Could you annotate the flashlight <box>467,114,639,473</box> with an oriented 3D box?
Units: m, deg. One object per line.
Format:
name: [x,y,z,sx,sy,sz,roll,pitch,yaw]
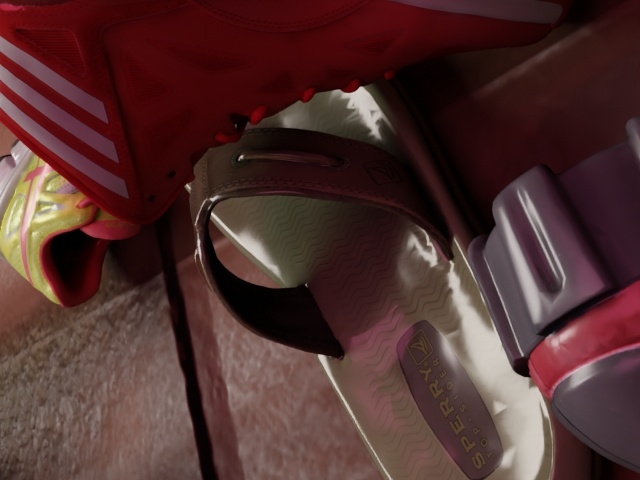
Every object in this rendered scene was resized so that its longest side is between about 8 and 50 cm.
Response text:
flashlight: [0.140,0.111,0.291,0.103,0.103,0.304,-38,60,37]

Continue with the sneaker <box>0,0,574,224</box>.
sneaker: [-0.021,-0.073,0.417,0.087,0.221,0.128,-102,23,-50]

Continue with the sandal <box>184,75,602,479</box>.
sandal: [0.001,0.000,0.455,0.302,0.086,0.120,53,124,34]

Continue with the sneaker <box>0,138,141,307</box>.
sneaker: [-0.120,-0.048,0.601,0.094,0.081,0.208,50,129,27]
